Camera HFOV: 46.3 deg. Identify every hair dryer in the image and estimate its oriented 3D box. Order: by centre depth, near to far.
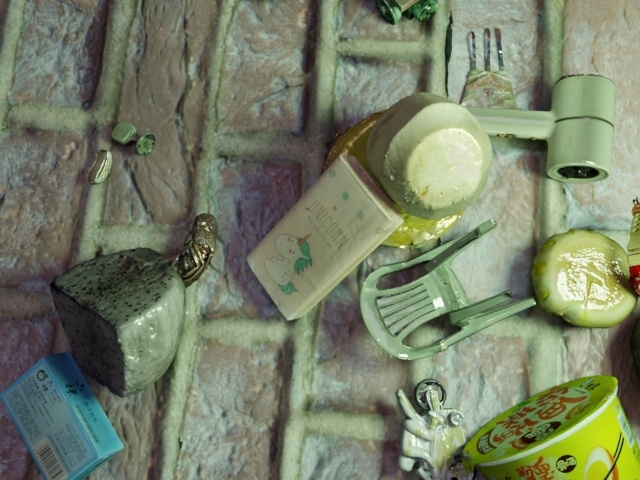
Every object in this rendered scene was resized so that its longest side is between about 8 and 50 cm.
[{"bbox_3d":[0.421,-0.240,1.566,0.362,0.128,0.203,6,78,10],"label":"hair dryer"}]

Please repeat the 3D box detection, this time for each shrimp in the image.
[{"bbox_3d":[-0.265,0.033,1.567,0.073,0.075,0.190,24,89,-24],"label":"shrimp"}]

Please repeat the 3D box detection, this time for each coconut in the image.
[{"bbox_3d":[0.199,-0.156,1.397,0.241,0.241,0.241,-1,77,3],"label":"coconut"}]

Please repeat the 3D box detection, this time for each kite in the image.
[{"bbox_3d":[0.364,-0.365,1.647,0.127,0.016,0.229,-2,77,0],"label":"kite"}]

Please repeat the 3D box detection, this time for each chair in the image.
[{"bbox_3d":[0.238,0.100,1.464,0.275,0.191,0.203,-33,75,25],"label":"chair"}]

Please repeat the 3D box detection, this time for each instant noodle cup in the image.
[{"bbox_3d":[0.438,0.410,1.333,0.312,0.311,0.221,-29,85,-3],"label":"instant noodle cup"}]

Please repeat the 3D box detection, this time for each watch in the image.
[{"bbox_3d":[0.662,-0.009,1.453,0.165,0.102,0.268,35,56,-33],"label":"watch"}]

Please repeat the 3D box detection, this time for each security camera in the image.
[{"bbox_3d":[-0.416,-0.229,1.652,0.092,0.058,0.058,31,80,22],"label":"security camera"}]

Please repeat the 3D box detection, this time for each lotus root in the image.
[{"bbox_3d":[-0.483,-0.158,1.644,0.038,0.030,0.083,11,72,38],"label":"lotus root"}]

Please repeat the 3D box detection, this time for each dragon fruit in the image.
[{"bbox_3d":[-0.368,0.161,1.477,0.204,0.221,0.283,-27,33,-36],"label":"dragon fruit"}]

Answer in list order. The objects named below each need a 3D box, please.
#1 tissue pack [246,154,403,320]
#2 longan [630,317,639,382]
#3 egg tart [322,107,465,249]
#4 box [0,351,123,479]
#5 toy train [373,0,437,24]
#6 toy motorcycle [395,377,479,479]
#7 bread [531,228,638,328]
[{"bbox_3d":[0.000,0.000,1.467,0.325,0.071,0.170,-46,72,30],"label":"tissue pack"},{"bbox_3d":[0.695,0.224,1.386,0.249,0.248,0.248,-1,77,3],"label":"longan"},{"bbox_3d":[0.163,-0.122,1.550,0.315,0.120,0.314,0,78,2],"label":"egg tart"},{"bbox_3d":[-0.511,0.356,1.476,0.143,0.083,0.232,-39,75,19],"label":"box"},{"bbox_3d":[0.146,-0.615,1.612,0.150,0.221,0.304,-37,77,-5],"label":"toy train"},{"bbox_3d":[0.210,0.388,1.451,0.151,0.074,0.228,-22,86,-7],"label":"toy motorcycle"},{"bbox_3d":[0.519,0.077,1.483,0.214,0.105,0.213,1,78,-5],"label":"bread"}]
